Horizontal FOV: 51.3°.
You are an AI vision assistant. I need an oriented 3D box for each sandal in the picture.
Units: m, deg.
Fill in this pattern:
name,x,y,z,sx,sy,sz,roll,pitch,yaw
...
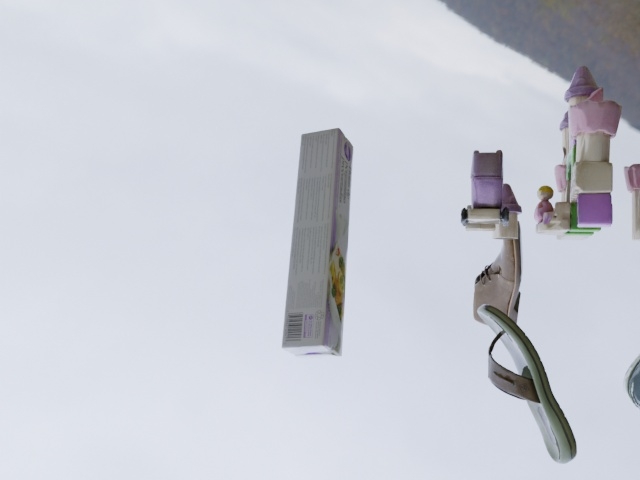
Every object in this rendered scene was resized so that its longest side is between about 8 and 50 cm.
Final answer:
name,x,y,z,sx,sy,sz,roll,pitch,yaw
sandal,0.348,0.251,1.172,0.120,0.086,0.302,67,-179,-75

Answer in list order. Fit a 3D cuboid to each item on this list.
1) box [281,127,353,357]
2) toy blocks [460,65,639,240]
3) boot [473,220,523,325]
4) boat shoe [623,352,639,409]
name,x,y,z,sx,sy,sz,roll,pitch,yaw
box,0.000,0.000,0.926,0.063,0.067,0.323,43,-135,-57
toy blocks,0.370,-0.139,0.979,0.309,0.260,0.288,1,176,14
boot,0.425,0.089,1.597,0.115,0.305,0.112,9,-147,19
boat shoe,0.587,0.134,1.020,0.116,0.319,0.099,31,-173,6
